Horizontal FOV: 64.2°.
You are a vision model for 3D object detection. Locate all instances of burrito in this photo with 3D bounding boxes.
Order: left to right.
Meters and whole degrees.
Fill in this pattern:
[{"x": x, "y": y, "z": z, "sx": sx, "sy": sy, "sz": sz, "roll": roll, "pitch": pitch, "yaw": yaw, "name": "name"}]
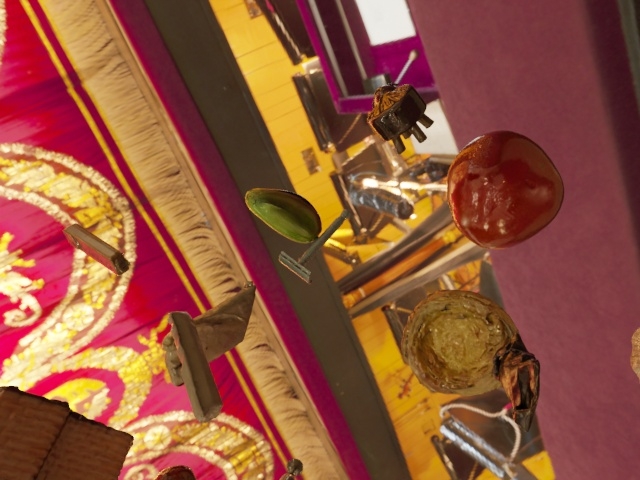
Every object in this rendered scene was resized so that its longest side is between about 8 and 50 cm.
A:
[{"x": -0.318, "y": 0.275, "z": 1.515, "sx": 0.107, "sy": 0.347, "sz": 0.175, "roll": 23, "pitch": 133, "yaw": 34, "name": "burrito"}]

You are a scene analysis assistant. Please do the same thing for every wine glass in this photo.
[{"x": -0.103, "y": 0.802, "z": 1.719, "sx": 0.066, "sy": 0.066, "sz": 0.198, "roll": 59, "pitch": -176, "yaw": 7, "name": "wine glass"}]

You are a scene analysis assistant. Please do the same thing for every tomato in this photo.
[{"x": 0.450, "y": -0.132, "z": 1.245, "sx": 0.299, "sy": 0.298, "sz": 0.226, "roll": 59, "pitch": 151, "yaw": 4, "name": "tomato"}]

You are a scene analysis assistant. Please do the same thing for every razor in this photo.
[{"x": 0.000, "y": 0.000, "z": 1.398, "sx": 0.106, "sy": 0.232, "sz": 0.068, "roll": 35, "pitch": 161, "yaw": 19, "name": "razor"}]

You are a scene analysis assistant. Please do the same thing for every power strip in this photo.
[{"x": -0.601, "y": 0.020, "z": 1.355, "sx": 0.305, "sy": 0.044, "sz": 0.064, "roll": 23, "pitch": 139, "yaw": 36, "name": "power strip"}]

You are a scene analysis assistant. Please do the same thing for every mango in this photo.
[{"x": -0.097, "y": -0.078, "z": 1.400, "sx": 0.232, "sy": 0.111, "sz": 0.125, "roll": 30, "pitch": -156, "yaw": -12, "name": "mango"}]

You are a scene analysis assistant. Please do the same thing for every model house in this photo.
[{"x": -0.341, "y": 0.307, "z": 0.603, "sx": 0.167, "sy": 0.182, "sz": 0.172, "roll": -60, "pitch": 17, "yaw": 28, "name": "model house"}]

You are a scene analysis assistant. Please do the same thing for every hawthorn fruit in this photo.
[{"x": -0.312, "y": 0.540, "z": 1.075, "sx": 0.128, "sy": 0.128, "sz": 0.128, "roll": 54, "pitch": 164, "yaw": 23, "name": "hawthorn fruit"}]

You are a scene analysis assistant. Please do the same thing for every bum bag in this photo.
[{"x": 0.350, "y": 0.237, "z": 0.902, "sx": 0.069, "sy": 0.102, "sz": 0.248, "roll": 29, "pitch": -171, "yaw": 4, "name": "bum bag"}]

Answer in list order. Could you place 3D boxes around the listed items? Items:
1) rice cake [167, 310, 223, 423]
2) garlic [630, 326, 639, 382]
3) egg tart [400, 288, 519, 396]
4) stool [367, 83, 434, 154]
[{"x": -0.263, "y": 0.254, "z": 1.051, "sx": 0.057, "sy": 0.052, "sz": 0.256, "roll": 34, "pitch": -160, "yaw": -52, "name": "rice cake"}, {"x": 0.660, "y": 0.209, "z": 0.913, "sx": 0.226, "sy": 0.199, "sz": 0.199, "roll": 27, "pitch": -166, "yaw": -46, "name": "garlic"}, {"x": 0.345, "y": 0.257, "z": 1.277, "sx": 0.291, "sy": 0.290, "sz": 0.107, "roll": 58, "pitch": -164, "yaw": 10, "name": "egg tart"}, {"x": 0.176, "y": -0.285, "z": 1.156, "sx": 0.121, "sy": 0.125, "sz": 0.217, "roll": 44, "pitch": -162, "yaw": -23, "name": "stool"}]
